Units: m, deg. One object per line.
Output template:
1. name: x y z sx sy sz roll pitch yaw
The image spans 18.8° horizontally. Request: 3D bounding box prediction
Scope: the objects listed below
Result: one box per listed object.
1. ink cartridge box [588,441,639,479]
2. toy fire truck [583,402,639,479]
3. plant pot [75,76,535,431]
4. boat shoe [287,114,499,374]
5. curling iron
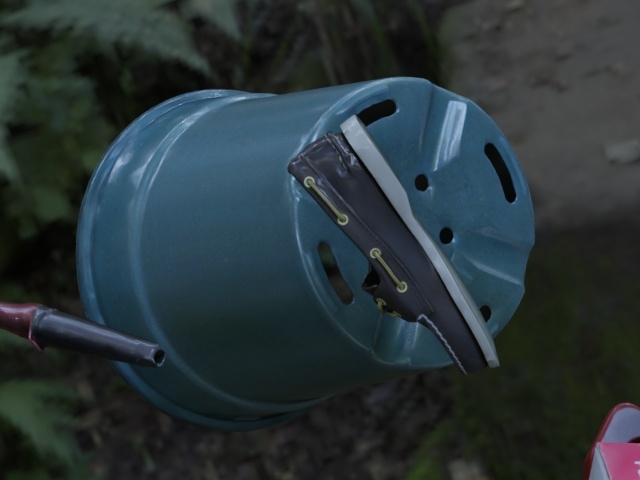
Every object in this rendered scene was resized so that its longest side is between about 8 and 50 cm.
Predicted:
1. ink cartridge box: 0.301 0.240 1.355 0.237 0.172 0.100 3 31 -6
2. toy fire truck: 0.446 0.332 2.273 0.254 0.302 0.169 -60 -6 -26
3. plant pot: 0.000 0.000 1.775 0.341 0.341 0.334 -33 11 -31
4. boat shoe: 0.058 0.015 1.471 0.068 0.228 0.081 -31 15 4
5. curling iron: -0.226 0.065 1.482 0.274 0.035 0.068 15 2 34
